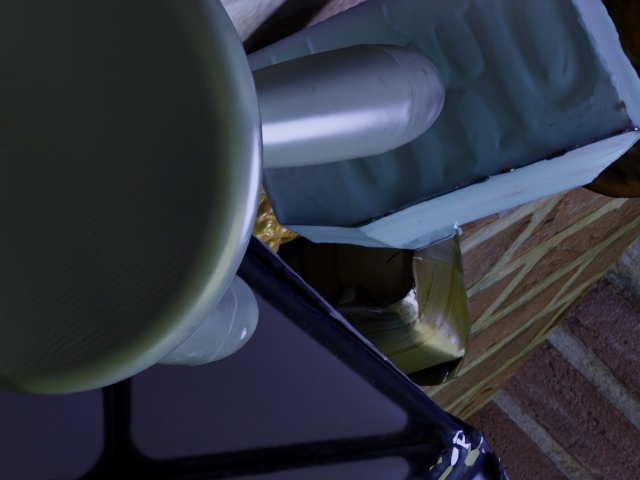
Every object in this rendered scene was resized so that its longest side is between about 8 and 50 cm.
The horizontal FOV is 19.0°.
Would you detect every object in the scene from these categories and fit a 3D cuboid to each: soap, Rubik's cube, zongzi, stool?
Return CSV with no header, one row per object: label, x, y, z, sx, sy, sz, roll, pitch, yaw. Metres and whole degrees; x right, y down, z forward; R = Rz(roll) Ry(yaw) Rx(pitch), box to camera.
soap,0.076,-0.082,1.143,0.230,0.145,0.091,-24,170,11
Rubik's cube,-0.075,0.176,1.183,0.310,0.307,0.305,-49,157,-5
zongzi,0.000,0.000,1.528,0.260,0.289,0.123,-19,137,26
stool,-0.086,-0.049,0.797,0.195,0.195,0.199,-50,171,19

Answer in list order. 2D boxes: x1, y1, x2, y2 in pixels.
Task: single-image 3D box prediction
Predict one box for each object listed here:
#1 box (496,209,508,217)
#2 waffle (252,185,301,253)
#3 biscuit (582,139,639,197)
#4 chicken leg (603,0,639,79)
box,0.183,-0.110,1.737,0.135,0.081,0.199,-44,170,-3
waffle,-0.056,-0.009,1.372,0.191,0.038,0.191,-40,168,-11
biscuit,0.366,-0.152,1.841,0.318,0.040,0.318,-22,-149,14
chicken leg,0.297,-0.271,1.401,0.295,0.182,0.409,11,-101,68
